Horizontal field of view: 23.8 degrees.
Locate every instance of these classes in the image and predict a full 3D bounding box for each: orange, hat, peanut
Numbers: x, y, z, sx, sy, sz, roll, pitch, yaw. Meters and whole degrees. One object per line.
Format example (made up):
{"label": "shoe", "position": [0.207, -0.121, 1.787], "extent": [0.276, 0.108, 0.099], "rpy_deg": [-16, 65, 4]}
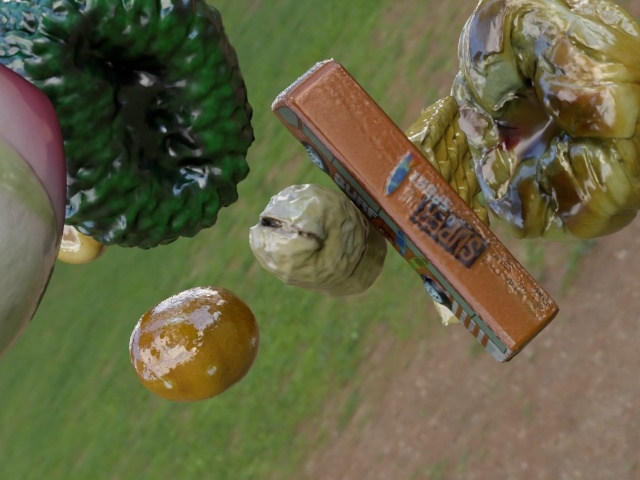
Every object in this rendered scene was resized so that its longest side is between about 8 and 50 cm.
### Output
{"label": "orange", "position": [-0.143, 0.124, 1.763], "extent": [0.156, 0.124, 0.156], "rpy_deg": [-22, 19, 8]}
{"label": "hat", "position": [-0.225, -0.134, 1.439], "extent": [0.242, 0.274, 0.332], "rpy_deg": [-25, 19, -22]}
{"label": "peanut", "position": [0.000, 0.000, 1.803], "extent": [0.130, 0.130, 0.290], "rpy_deg": [-56, -15, 2]}

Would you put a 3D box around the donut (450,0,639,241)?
{"label": "donut", "position": [0.312, -0.172, 2.026], "extent": [0.170, 0.360, 0.360], "rpy_deg": [-15, -19, -33]}

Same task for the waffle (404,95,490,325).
{"label": "waffle", "position": [0.161, -0.041, 1.920], "extent": [0.055, 0.248, 0.221], "rpy_deg": [-11, 14, 19]}

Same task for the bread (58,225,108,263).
{"label": "bread", "position": [-0.358, -0.049, 2.235], "extent": [0.091, 0.142, 0.305], "rpy_deg": [-43, 9, 12]}

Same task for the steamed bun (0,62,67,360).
{"label": "steamed bun", "position": [-0.307, -0.035, 1.078], "extent": [0.309, 0.309, 0.309], "rpy_deg": [-55, 7, 10]}

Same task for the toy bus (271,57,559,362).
{"label": "toy bus", "position": [0.107, -0.038, 1.745], "extent": [0.093, 0.409, 0.092], "rpy_deg": [-41, -6, -14]}
